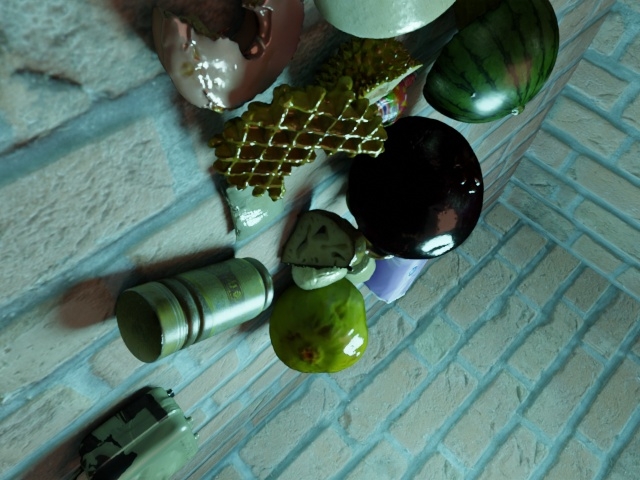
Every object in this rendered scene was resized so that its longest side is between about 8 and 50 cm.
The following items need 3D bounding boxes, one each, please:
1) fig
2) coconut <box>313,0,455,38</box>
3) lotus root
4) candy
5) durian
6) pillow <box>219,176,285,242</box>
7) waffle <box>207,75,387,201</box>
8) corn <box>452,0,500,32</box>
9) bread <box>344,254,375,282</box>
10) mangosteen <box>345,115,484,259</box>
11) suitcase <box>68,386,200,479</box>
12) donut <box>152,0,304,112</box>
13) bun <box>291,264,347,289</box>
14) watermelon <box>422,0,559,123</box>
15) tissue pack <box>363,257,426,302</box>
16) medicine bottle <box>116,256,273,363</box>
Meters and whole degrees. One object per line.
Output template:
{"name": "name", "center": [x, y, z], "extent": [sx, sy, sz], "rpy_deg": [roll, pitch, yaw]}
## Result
{"name": "fig", "center": [0.001, 0.254, 1.505], "extent": [0.343, 0.343, 0.343], "rpy_deg": [-40, 157, -20]}
{"name": "coconut", "center": [0.087, -0.405, 0.624], "extent": [0.237, 0.237, 0.266], "rpy_deg": [-46, 152, -4]}
{"name": "lotus root", "center": [0.000, 0.000, 1.241], "extent": [0.074, 0.260, 0.171], "rpy_deg": [-20, 114, -50]}
{"name": "candy", "center": [0.211, -0.387, 1.088], "extent": [0.365, 0.124, 0.124], "rpy_deg": [-45, 160, -28]}
{"name": "durian", "center": [0.053, -0.299, 0.894], "extent": [0.250, 0.183, 0.138], "rpy_deg": [-47, 123, 7]}
{"name": "pillow", "center": [-0.138, -0.092, 0.987], "extent": [0.148, 0.050, 0.230], "rpy_deg": [-35, 158, -19]}
{"name": "waffle", "center": [-0.043, -0.169, 0.778], "extent": [0.292, 0.069, 0.259], "rpy_deg": [-22, 158, 17]}
{"name": "corn", "center": [0.358, -0.552, 1.041], "extent": [0.131, 0.131, 0.344], "rpy_deg": [-52, 156, 10]}
{"name": "bread", "center": [0.122, 0.065, 1.611], "extent": [0.133, 0.148, 0.141], "rpy_deg": [-10, 160, 10]}
{"name": "mangosteen", "center": [0.224, -0.126, 1.255], "extent": [0.382, 0.383, 0.435], "rpy_deg": [-29, -175, -39]}
{"name": "suitcase", "center": [-0.509, 0.603, 1.275], "extent": [0.339, 0.194, 0.352], "rpy_deg": [-33, 154, -28]}
{"name": "donut", "center": [-0.120, -0.286, 0.639], "extent": [0.233, 0.085, 0.199], "rpy_deg": [-43, 157, -14]}
{"name": "bun", "center": [-0.005, 0.070, 1.389], "extent": [0.188, 0.164, 0.111], "rpy_deg": [-20, 122, -21]}
{"name": "watermelon", "center": [0.418, -0.389, 1.067], "extent": [0.330, 0.189, 0.331], "rpy_deg": [-36, 163, -13]}
{"name": "tissue pack", "center": [0.262, 0.036, 1.704], "extent": [0.160, 0.242, 0.339], "rpy_deg": [-22, 147, -44]}
{"name": "medicine bottle", "center": [-0.257, 0.136, 1.007], "extent": [0.322, 0.151, 0.151], "rpy_deg": [-17, 143, -53]}
